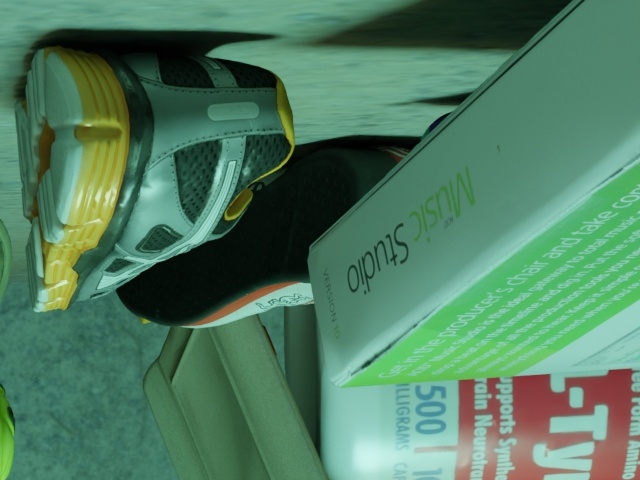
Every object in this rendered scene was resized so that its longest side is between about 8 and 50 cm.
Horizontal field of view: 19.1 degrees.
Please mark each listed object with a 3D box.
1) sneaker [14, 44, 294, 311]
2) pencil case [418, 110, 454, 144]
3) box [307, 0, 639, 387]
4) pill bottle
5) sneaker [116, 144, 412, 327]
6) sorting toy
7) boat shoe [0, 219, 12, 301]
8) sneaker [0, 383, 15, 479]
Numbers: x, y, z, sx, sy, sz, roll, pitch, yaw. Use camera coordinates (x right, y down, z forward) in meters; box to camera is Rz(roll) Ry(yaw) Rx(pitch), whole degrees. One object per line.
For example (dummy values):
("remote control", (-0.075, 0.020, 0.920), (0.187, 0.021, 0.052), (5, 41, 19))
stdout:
("sneaker", (-0.067, -0.021, 0.698), (0.083, 0.084, 0.215), (-7, 177, -14))
("pencil case", (0.103, -0.033, 0.776), (0.070, 0.064, 0.151), (-23, -173, -33))
("box", (0.185, -0.021, 0.614), (0.322, 0.058, 0.232), (-3, 159, -27))
("pill bottle", (0.188, 0.070, 1.260), (0.407, 0.229, 0.229), (-3, 177, -7))
("sneaker", (0.000, 0.001, 1.079), (0.145, 0.090, 0.270), (2, 172, -36))
("sorting toy", (-0.046, 0.120, 1.207), (0.047, 0.348, 0.196), (-16, 161, -24))
("boat shoe", (-0.282, 0.011, 0.992), (0.103, 0.113, 0.302), (18, -171, 26))
("sneaker", (-0.300, 0.063, 1.119), (0.295, 0.109, 0.123), (30, -163, 36))
